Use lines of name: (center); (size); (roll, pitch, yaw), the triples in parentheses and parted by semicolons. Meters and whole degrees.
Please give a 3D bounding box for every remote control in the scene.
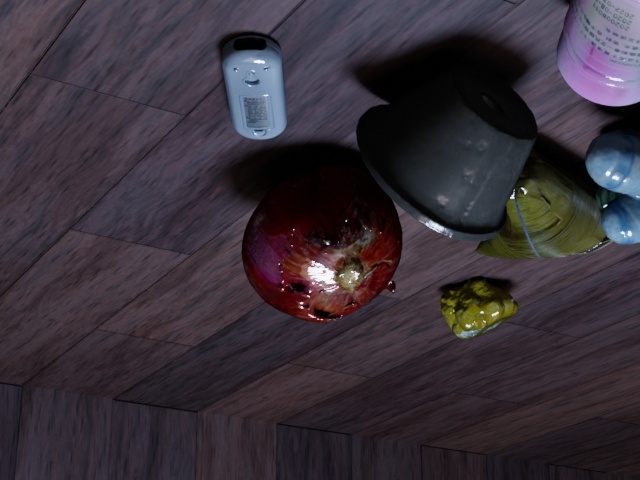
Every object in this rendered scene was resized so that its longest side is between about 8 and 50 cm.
remote control: (-0.095, -0.217, 1.846); (0.087, 0.047, 0.244); (2, 155, 3)

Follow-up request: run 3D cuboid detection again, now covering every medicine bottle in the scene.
medicine bottle: (0.387, -0.288, 1.556); (0.152, 0.152, 0.254); (0, 157, -2)

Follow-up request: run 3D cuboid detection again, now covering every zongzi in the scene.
zongzi: (0.316, -0.047, 2.153); (0.300, 0.138, 0.286); (-14, 150, 42)

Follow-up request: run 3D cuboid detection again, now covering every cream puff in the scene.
cream puff: (0.321, 0.133, 2.600); (0.146, 0.116, 0.146); (-29, 164, -9)

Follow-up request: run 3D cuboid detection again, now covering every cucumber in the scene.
cucumber: (0.475, -0.094, 2.078); (0.048, 0.105, 0.048); (10, 157, 4)

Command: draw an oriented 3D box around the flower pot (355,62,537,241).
flower pot: (0.201, -0.146, 1.821); (0.269, 0.269, 0.166); (14, 132, -30)

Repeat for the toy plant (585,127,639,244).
toy plant: (0.549, -0.088, 1.948); (0.332, 0.247, 0.247); (14, 153, -25)

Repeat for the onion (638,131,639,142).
onion: (0.563, -0.114, 1.548); (0.354, 0.353, 0.353); (0, 157, 0)

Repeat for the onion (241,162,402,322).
onion: (0.000, 0.000, 2.100); (0.276, 0.276, 0.276); (0, 157, 0)
